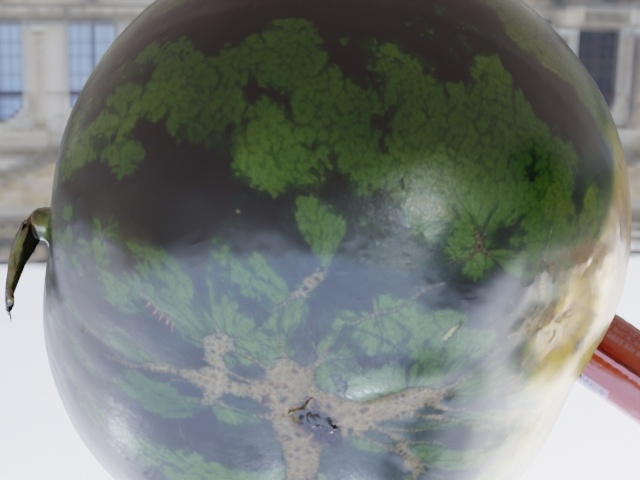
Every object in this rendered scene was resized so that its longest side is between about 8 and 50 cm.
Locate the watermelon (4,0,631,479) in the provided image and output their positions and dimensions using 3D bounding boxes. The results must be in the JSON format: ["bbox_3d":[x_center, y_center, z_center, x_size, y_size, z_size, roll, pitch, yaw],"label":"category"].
[{"bbox_3d":[0.005,0.001,0.621,0.268,0.269,0.269,1,-165,0],"label":"watermelon"}]

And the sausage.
[{"bbox_3d":[0.183,0.083,0.725,0.145,0.050,0.048,35,-165,18],"label":"sausage"}]
